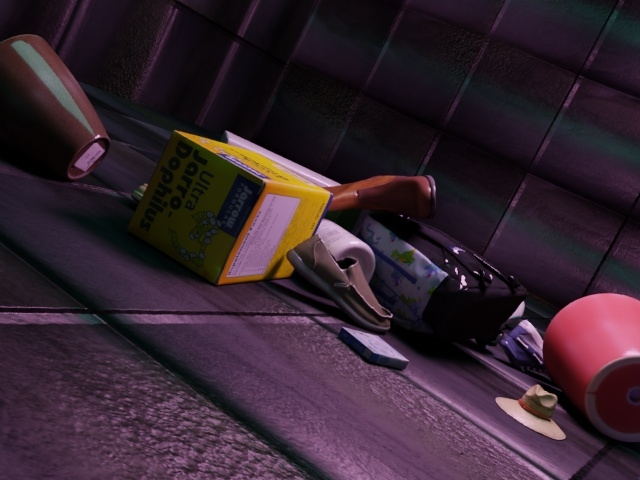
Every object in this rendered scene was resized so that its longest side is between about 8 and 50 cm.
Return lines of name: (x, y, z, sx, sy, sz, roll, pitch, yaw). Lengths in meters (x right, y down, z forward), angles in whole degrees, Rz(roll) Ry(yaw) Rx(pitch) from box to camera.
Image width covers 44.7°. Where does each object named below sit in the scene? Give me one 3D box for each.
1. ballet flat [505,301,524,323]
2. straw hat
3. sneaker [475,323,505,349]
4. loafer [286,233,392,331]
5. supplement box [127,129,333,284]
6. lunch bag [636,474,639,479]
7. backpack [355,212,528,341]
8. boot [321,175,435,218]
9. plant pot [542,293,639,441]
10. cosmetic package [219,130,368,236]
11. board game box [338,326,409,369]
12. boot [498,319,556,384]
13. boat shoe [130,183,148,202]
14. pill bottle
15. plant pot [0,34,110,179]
ballet flat: (0.427, 0.131, 2.365, 0.400, 0.139, 0.139, 30, 9, 21)
straw hat: (0.391, 0.293, 1.395, 0.145, 0.061, 0.144, 26, 8, -4)
sneaker: (0.347, 0.194, 1.840, 0.130, 0.087, 0.228, 55, -26, -19)
loafer: (0.052, 0.080, 1.467, 0.251, 0.087, 0.094, 40, 4, -19)
supplement box: (-0.149, -0.054, 1.426, 0.195, 0.194, 0.356, 29, 8, 17)
lunch bag: (0.537, 0.402, 1.204, 0.071, 0.053, 0.083, 24, 18, -10)
backpack: (0.212, 0.073, 1.682, 0.290, 0.273, 0.355, 4, 38, -48)
boot: (0.082, -0.093, 1.635, 0.281, 0.096, 0.264, -5, 18, -15)
plant pot: (0.626, 0.275, 1.630, 0.275, 0.274, 0.243, 26, 17, -3)
cosmetic package: (-0.095, -0.089, 1.816, 0.366, 0.196, 0.155, 22, 10, -16)
board game box: (0.089, 0.181, 1.306, 0.090, 0.020, 0.090, 19, 11, -40)
boot: (0.492, 0.280, 1.807, 0.190, 0.086, 0.069, 53, -5, -11)
boat shoe: (-0.265, -0.081, 1.604, 0.105, 0.089, 0.285, 32, 10, 34)
pill bottle: (0.002, 0.022, 1.641, 0.131, 0.131, 0.229, 20, 10, -38)
plant pot: (-0.512, -0.227, 1.458, 0.230, 0.215, 0.215, 42, 10, 8)
